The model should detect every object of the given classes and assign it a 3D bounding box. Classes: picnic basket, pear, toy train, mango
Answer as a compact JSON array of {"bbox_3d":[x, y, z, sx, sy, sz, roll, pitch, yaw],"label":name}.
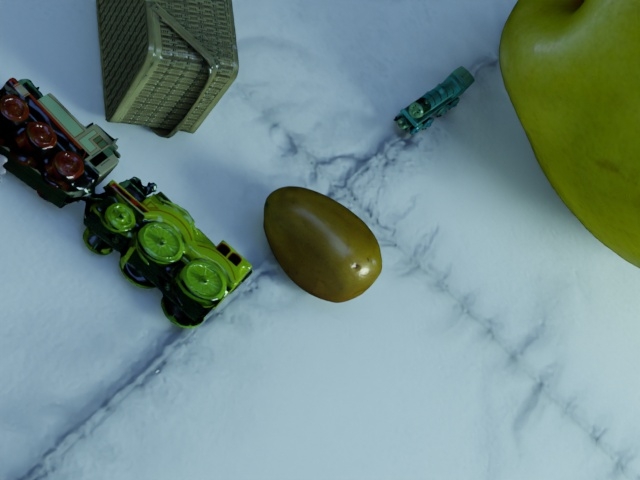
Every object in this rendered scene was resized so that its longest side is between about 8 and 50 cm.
[{"bbox_3d":[-0.130,-0.180,1.214,0.079,0.115,0.164,5,61,-25],"label":"picnic basket"},{"bbox_3d":[0.375,-0.129,1.324,0.418,0.362,0.362,32,52,-17],"label":"pear"},{"bbox_3d":[0.107,-0.130,1.368,0.029,0.045,0.092,49,48,6],"label":"toy train"},{"bbox_3d":[-0.168,-0.034,1.151,0.249,0.053,0.085,42,43,-2],"label":"toy train"},{"bbox_3d":[0.000,0.000,1.220,0.114,0.060,0.080,33,49,-5],"label":"mango"}]

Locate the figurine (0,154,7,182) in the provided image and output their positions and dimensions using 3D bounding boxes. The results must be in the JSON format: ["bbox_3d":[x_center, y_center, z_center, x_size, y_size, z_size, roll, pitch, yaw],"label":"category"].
[{"bbox_3d":[-0.339,-0.093,1.045,0.186,0.176,0.287,-24,53,4],"label":"figurine"}]
